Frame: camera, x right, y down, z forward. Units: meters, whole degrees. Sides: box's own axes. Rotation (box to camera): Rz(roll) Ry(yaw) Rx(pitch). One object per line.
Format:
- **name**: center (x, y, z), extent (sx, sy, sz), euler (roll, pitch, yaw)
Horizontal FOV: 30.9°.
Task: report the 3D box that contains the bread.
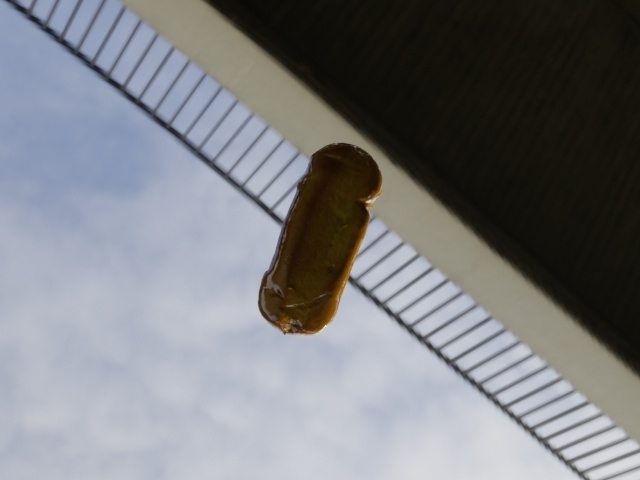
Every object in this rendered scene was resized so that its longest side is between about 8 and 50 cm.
- **bread**: center (0.000, 0.000, 1.413), extent (0.102, 0.094, 0.245), euler (22, -92, 0)
